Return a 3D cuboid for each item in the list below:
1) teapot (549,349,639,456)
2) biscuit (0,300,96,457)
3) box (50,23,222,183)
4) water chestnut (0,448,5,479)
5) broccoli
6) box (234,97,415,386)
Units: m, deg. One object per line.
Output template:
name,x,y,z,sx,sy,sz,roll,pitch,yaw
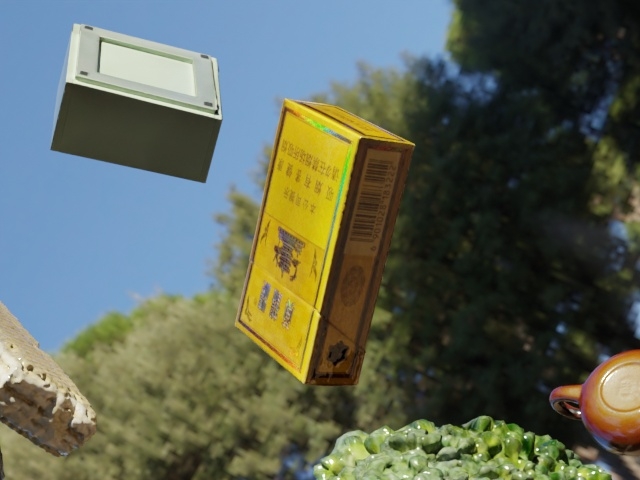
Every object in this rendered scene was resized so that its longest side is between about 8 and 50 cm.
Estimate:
teapot,0.479,0.264,2.242,0.135,0.252,0.178,58,-135,-36
biscuit,-0.398,0.132,1.748,0.078,0.426,0.144,-51,-57,-4
box,-0.263,-0.204,2.086,0.225,0.225,0.117,-103,29,-61
water chestnut,-0.618,0.382,2.180,0.350,0.302,0.350,-37,-44,-46
broccoli,0.136,0.283,1.143,0.324,0.334,0.272,-23,-45,-7
box,0.000,0.000,1.721,0.084,0.193,0.301,5,-75,-30
